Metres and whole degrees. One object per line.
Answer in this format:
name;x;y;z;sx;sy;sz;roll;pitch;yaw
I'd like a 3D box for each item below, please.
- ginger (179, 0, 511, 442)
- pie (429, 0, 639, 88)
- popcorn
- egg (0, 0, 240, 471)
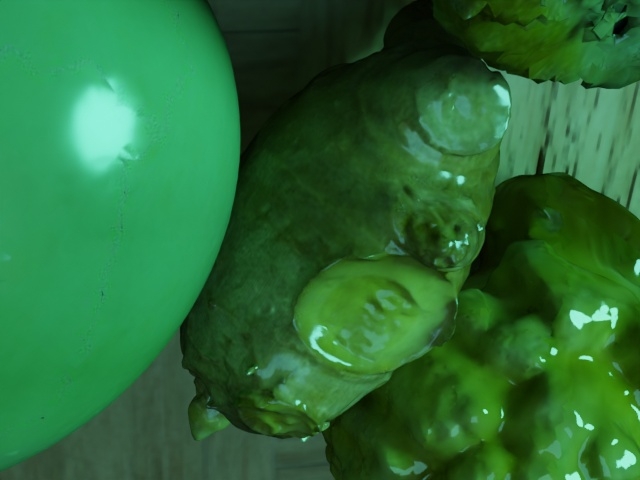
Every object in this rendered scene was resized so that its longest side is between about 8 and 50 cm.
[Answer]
ginger;0.000;0.000;0.569;0.102;0.157;0.216;27;108;-29
pie;0.197;-0.219;0.447;0.418;0.180;0.395;-11;132;-18
popcorn;0.130;0.086;0.663;0.251;0.206;0.237;-31;113;-3
egg;-0.154;-0.019;0.497;0.269;0.220;0.220;-39;125;17
